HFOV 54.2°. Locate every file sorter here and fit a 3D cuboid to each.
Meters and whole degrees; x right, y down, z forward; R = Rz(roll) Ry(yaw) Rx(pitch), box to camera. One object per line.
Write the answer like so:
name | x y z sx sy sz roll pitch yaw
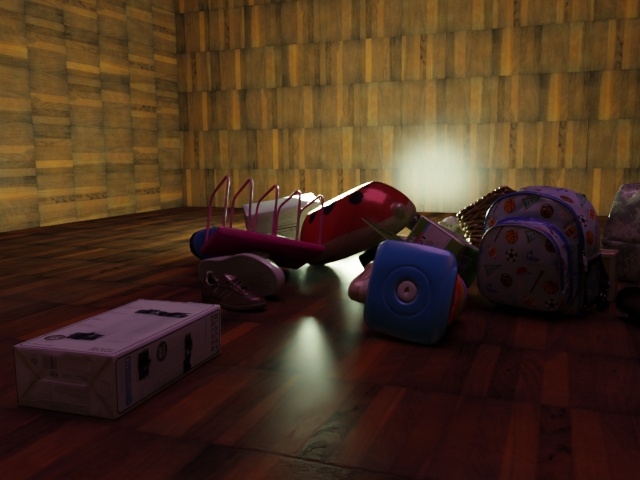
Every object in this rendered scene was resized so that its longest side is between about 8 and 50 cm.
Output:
file sorter | -0.157 -0.050 1.726 0.290 0.182 0.202 11 -20 -22

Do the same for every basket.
basket | 0.562 -0.002 1.869 0.213 0.223 0.299 -34 -25 30

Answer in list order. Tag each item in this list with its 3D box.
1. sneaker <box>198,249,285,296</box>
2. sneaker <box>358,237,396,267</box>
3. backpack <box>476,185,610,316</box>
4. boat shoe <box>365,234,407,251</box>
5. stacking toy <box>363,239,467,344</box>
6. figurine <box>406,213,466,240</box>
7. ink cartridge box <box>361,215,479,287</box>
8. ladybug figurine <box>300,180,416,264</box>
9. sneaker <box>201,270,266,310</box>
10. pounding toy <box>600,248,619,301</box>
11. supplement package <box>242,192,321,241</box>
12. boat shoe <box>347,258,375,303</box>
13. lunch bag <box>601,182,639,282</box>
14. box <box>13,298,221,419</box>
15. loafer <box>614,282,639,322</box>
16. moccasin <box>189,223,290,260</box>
sneaker | -0.156 0.070 1.573 0.292 0.108 0.169 5 13 44
sneaker | 0.225 0.063 1.692 0.121 0.111 0.300 -21 14 -33
backpack | 0.459 0.018 1.331 0.276 0.263 0.213 7 11 39
boat shoe | 0.266 0.039 1.847 0.267 0.096 0.088 8 4 3
stacking toy | 0.225 0.107 1.233 0.165 0.175 0.302 12 -1 30
figurine | 0.411 -0.041 2.182 0.215 0.092 0.209 4 -11 28
ink cartridge box | 0.245 -0.004 1.467 0.255 0.097 0.189 39 12 30
ladybug figurine | 0.092 -0.057 1.840 0.305 0.162 0.449 -32 6 -38
sneaker | -0.200 0.112 1.397 0.188 0.071 0.066 5 9 36
pounding toy | 0.609 0.063 1.437 0.130 0.141 0.100 4 9 31
supplement package | -0.132 -0.063 2.209 0.262 0.145 0.204 -10 15 -8
boat shoe | 0.142 0.083 1.472 0.098 0.109 0.302 3 14 18
lunch bag | 0.897 -0.019 1.594 0.212 0.256 0.305 -5 9 -28
box | -0.289 0.166 0.951 0.169 0.087 0.290 2 9 18
loafer | 0.636 0.129 1.172 0.078 0.080 0.220 -3 8 -22
moccasin | -0.244 0.033 1.874 0.342 0.138 0.117 11 -5 -37
